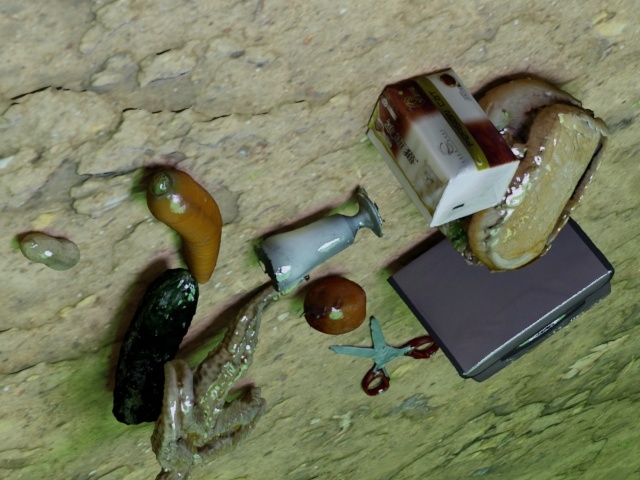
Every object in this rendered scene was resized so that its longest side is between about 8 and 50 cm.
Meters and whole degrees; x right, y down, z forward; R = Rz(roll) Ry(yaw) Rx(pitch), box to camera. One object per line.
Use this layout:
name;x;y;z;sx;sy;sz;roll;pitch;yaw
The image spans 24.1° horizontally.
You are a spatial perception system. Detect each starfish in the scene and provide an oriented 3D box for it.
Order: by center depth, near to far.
starfish;-0.133;0.198;1.938;0.432;0.082;0.324;-42;154;-58

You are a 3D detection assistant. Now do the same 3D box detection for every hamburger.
hamburger;0.251;-0.079;1.911;0.243;0.146;0.286;-32;145;-25

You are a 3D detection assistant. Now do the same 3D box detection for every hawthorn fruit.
hawthorn fruit;0.014;0.090;2.005;0.081;0.081;0.093;-49;162;28

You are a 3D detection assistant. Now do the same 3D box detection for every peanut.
peanut;-0.285;0.011;1.590;0.037;0.037;0.083;-40;149;13

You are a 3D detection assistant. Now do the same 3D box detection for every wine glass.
wine glass;0.000;0.000;1.853;0.155;0.072;0.072;-28;153;-11

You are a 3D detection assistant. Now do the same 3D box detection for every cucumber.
cucumber;-0.206;0.130;1.836;0.081;0.072;0.303;-7;145;-20

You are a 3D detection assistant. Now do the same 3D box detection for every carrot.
carrot;-0.140;-0.013;1.691;0.066;0.062;0.271;-63;162;-14

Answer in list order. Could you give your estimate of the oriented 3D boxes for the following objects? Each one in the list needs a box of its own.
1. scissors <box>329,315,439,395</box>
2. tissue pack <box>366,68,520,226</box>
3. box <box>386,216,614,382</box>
scissors;0.093;0.173;2.308;0.144;0.017;0.248;-38;152;8
tissue pack;0.141;-0.109;1.733;0.106;0.148;0.099;-19;151;-27
box;0.256;0.061;2.100;0.252;0.188;0.153;-38;161;2
